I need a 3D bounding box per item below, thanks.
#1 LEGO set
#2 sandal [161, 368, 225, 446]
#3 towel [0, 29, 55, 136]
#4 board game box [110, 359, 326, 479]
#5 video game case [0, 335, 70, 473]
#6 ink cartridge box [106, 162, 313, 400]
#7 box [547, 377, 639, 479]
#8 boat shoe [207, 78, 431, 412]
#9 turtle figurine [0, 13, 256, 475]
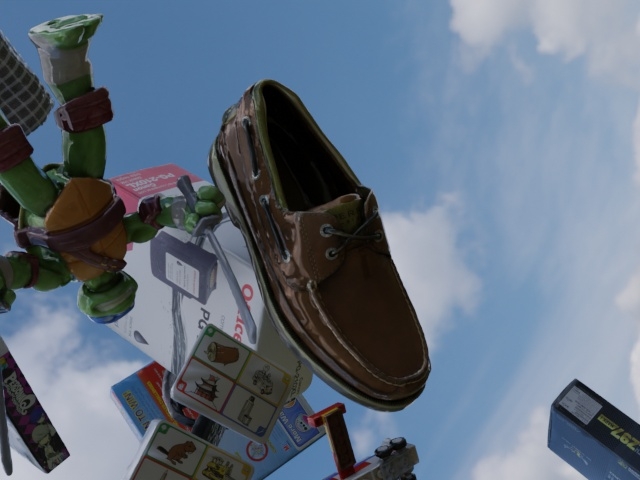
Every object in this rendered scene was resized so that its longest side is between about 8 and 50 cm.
[{"bbox_3d":[-0.029,0.188,0.595,0.244,0.060,0.182,34,-109,-27],"label":"LEGO set"},{"bbox_3d":[-0.161,0.173,1.317,0.445,0.107,0.167,-76,0,-54],"label":"sandal"},{"bbox_3d":[-0.530,-0.183,1.189,0.284,0.121,0.235,-39,-34,-7],"label":"towel"},{"bbox_3d":[-0.197,0.336,1.725,0.302,0.308,0.086,-31,-9,-23],"label":"board game box"},{"bbox_3d":[-0.415,0.162,1.081,0.042,0.232,0.210,-38,-59,-31],"label":"video game case"},{"bbox_3d":[-0.115,0.048,0.911,0.100,0.237,0.171,-21,-49,-47],"label":"ink cartridge box"},{"bbox_3d":[0.419,0.308,1.209,0.059,0.233,0.183,-44,-29,-14],"label":"box"},{"bbox_3d":[0.000,0.000,0.757,0.111,0.307,0.104,-23,-20,-37],"label":"boat shoe"},{"bbox_3d":[-0.178,-0.024,0.691,0.274,0.198,0.266,-103,-3,-63],"label":"turtle figurine"}]
